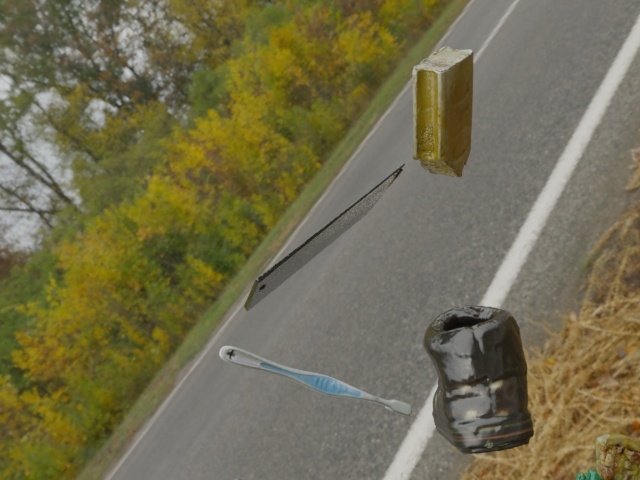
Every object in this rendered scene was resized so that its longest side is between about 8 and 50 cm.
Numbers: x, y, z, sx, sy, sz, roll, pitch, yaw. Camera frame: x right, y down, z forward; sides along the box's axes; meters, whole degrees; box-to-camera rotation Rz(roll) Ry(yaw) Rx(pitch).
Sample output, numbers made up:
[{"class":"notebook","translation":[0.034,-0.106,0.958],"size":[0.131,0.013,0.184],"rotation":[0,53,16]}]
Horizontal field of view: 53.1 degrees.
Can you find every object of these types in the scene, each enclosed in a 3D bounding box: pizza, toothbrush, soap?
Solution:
[{"class":"pizza","translation":[0.591,0.452,1.242],"size":[0.134,0.175,0.046],"rotation":[-64,20,-6]},{"class":"toothbrush","translation":[0.001,0.105,0.472],"size":[0.017,0.162,0.014],"rotation":[-20,51,59]},{"class":"soap","translation":[0.252,-0.247,1.311],"size":[0.080,0.258,0.160],"rotation":[15,38,32]}]

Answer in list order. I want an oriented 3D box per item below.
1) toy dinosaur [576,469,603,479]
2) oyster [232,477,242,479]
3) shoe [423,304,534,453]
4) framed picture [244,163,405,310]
[{"class":"toy dinosaur","translation":[0.494,0.483,1.183],"size":[0.096,0.059,0.132],"rotation":[8,-91,-66]},{"class":"oyster","translation":[-0.139,0.490,1.087],"size":[0.163,0.081,0.191],"rotation":[-13,36,14]},{"class":"shoe","translation":[0.276,0.238,1.166],"size":[0.171,0.237,0.384],"rotation":[-10,-10,8]},{"class":"framed picture","translation":[0.000,0.000,1.184],"size":[0.338,0.014,0.255],"rotation":[-39,-6,-18]}]
